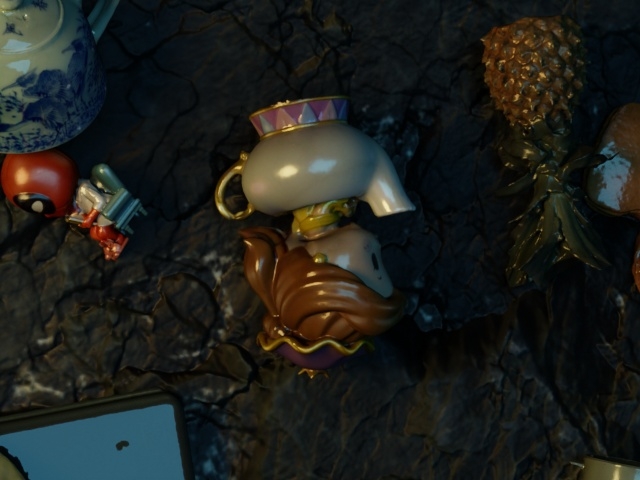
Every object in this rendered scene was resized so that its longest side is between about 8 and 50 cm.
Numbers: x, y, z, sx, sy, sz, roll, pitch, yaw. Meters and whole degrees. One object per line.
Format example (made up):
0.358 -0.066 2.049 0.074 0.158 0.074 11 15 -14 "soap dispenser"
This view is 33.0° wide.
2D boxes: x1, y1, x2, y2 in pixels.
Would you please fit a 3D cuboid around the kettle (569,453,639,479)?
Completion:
0.302 0.302 1.123 0.127 0.098 0.148 13 85 -21 "kettle"

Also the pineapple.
0.231 -0.090 1.127 0.130 0.119 0.277 -9 90 -37 "pineapple"

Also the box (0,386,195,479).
-0.229 0.230 0.987 0.230 0.050 0.160 -9 87 -18 "box"

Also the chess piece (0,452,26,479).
-0.363 0.281 0.876 0.144 0.144 0.251 37 102 -11 "chess piece"

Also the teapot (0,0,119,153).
-0.264 -0.172 0.943 0.232 0.159 0.159 -39 97 -28 "teapot"

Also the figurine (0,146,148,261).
-0.232 -0.045 1.001 0.140 0.068 0.075 34 79 -14 "figurine"

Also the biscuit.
0.373 -0.038 1.206 0.192 0.036 0.186 33 78 -11 "biscuit"

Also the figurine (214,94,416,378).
0.000 0.000 1.036 0.190 0.142 0.263 -9 89 14 "figurine"
